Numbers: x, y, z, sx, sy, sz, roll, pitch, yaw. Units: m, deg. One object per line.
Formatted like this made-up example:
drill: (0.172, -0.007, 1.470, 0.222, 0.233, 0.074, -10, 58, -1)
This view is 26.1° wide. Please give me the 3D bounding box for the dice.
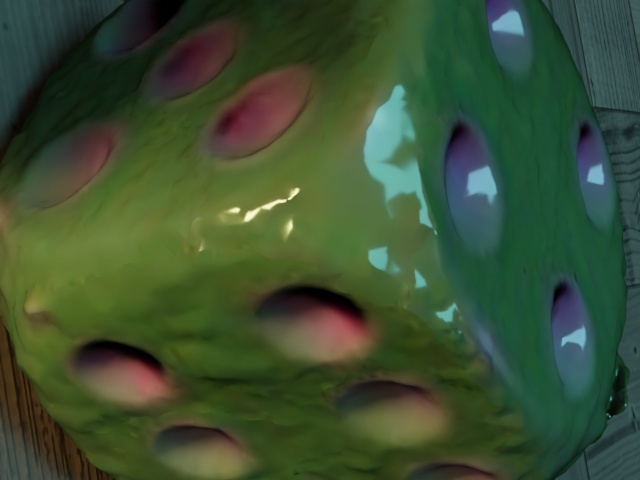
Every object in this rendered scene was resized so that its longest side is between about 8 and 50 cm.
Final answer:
dice: (0.000, 0.000, 0.903, 0.322, 0.318, 0.330, 52, 39, -36)
